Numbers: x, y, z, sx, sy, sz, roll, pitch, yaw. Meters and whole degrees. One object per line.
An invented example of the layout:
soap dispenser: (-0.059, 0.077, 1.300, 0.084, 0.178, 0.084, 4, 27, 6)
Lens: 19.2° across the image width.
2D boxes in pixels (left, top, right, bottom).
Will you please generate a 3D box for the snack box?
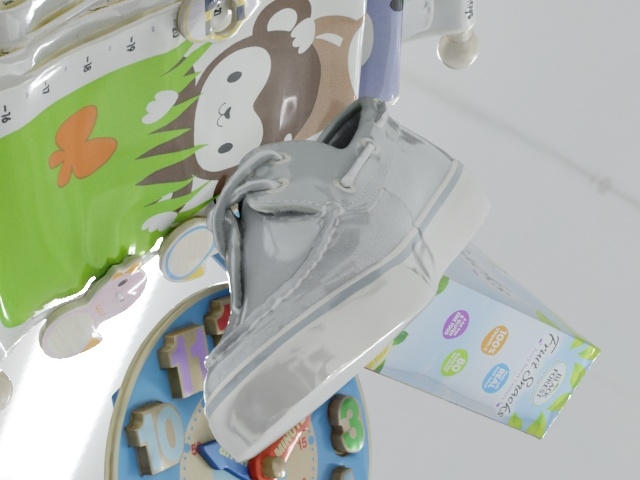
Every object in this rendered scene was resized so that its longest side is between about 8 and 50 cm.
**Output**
snack box: (0.029, 0.015, 1.048, 0.070, 0.207, 0.174, -56, -136, 8)

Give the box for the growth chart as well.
growth chart: (-0.034, -0.051, 0.616, 0.021, 0.237, 0.172, 42, -21, 34)

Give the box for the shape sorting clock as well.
shape sorting clock: (-0.037, 0.124, 1.026, 0.040, 0.206, 0.206, -8, -65, 42)

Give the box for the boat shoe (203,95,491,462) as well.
boat shoe: (0.000, 0.000, 0.524, 0.063, 0.184, 0.066, 46, -61, -1)
